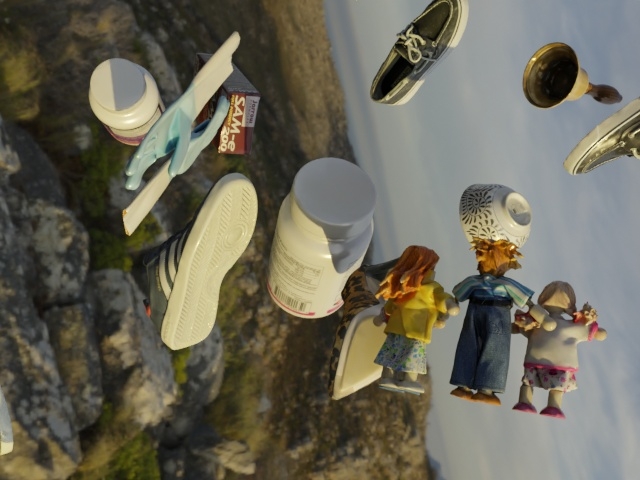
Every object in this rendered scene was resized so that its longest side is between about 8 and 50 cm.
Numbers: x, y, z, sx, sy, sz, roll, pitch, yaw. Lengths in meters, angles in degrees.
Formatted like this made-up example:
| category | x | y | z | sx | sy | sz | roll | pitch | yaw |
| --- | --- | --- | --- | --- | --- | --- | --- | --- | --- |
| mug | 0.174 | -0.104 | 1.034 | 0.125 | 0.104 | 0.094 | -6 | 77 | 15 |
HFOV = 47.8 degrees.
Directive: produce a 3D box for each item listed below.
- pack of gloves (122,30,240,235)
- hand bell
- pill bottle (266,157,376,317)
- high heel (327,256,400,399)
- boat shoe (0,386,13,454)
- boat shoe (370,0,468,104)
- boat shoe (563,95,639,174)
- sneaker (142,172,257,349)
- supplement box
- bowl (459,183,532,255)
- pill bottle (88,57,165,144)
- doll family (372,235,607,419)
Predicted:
| category | x | y | z | sx | sy | sz | roll | pitch | yaw |
| --- | --- | --- | --- | --- | --- | --- | --- | --- | --- |
| pack of gloves | -0.163 | -0.120 | 0.910 | 0.232 | 0.046 | 0.195 | -56 | 176 | -25 |
| hand bell | 0.528 | -0.302 | 1.439 | 0.242 | 0.126 | 0.126 | 6 | 63 | -37 |
| pill bottle | 0.000 | 0.000 | 1.232 | 0.283 | 0.160 | 0.160 | 108 | -23 | -54 |
| high heel | 0.047 | 0.131 | 1.037 | 0.093 | 0.186 | 0.261 | 44 | 56 | -12 |
| boat shoe | -0.392 | 0.096 | 0.647 | 0.099 | 0.319 | 0.116 | -26 | 144 | -45 |
| boat shoe | 0.215 | -0.440 | 1.652 | 0.105 | 0.306 | 0.113 | -12 | 61 | -50 |
| boat shoe | 0.623 | -0.208 | 1.407 | 0.102 | 0.301 | 0.108 | 60 | 19 | 20 |
| sneaker | -0.228 | 0.017 | 1.247 | 0.148 | 0.350 | 0.131 | 41 | 27 | 31 |
| supplement box | -0.201 | -0.284 | 1.481 | 0.239 | 0.073 | 0.130 | 52 | -44 | 50 |
| bowl | 0.363 | -0.047 | 1.426 | 0.080 | 0.170 | 0.170 | -29 | -112 | 51 |
| pill bottle | -0.311 | -0.224 | 1.163 | 0.193 | 0.108 | 0.108 | 145 | -67 | -82 |
| doll family | 0.145 | 0.079 | 0.740 | 0.118 | 0.262 | 0.163 | 27 | 70 | -49 |
